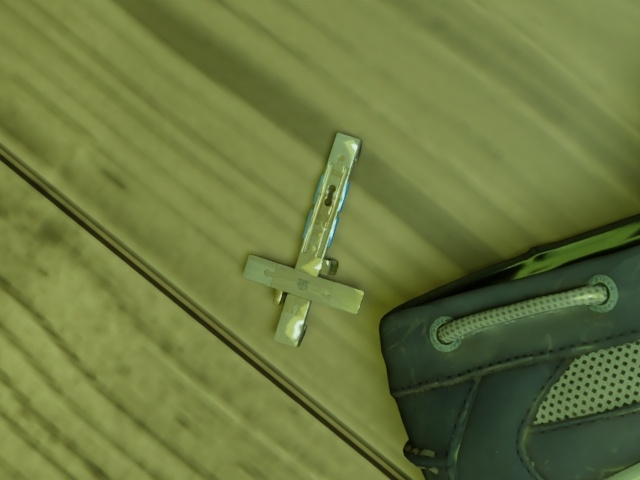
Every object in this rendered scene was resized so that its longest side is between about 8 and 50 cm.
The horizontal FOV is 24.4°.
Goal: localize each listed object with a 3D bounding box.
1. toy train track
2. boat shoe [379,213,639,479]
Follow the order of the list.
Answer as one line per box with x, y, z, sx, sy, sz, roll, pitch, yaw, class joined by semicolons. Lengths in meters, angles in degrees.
0.000;0.000;0.570;0.048;0.014;0.083;18;94;15;toy train track
0.173;-0.009;0.478;0.355;0.132;0.130;-31;91;11;boat shoe
